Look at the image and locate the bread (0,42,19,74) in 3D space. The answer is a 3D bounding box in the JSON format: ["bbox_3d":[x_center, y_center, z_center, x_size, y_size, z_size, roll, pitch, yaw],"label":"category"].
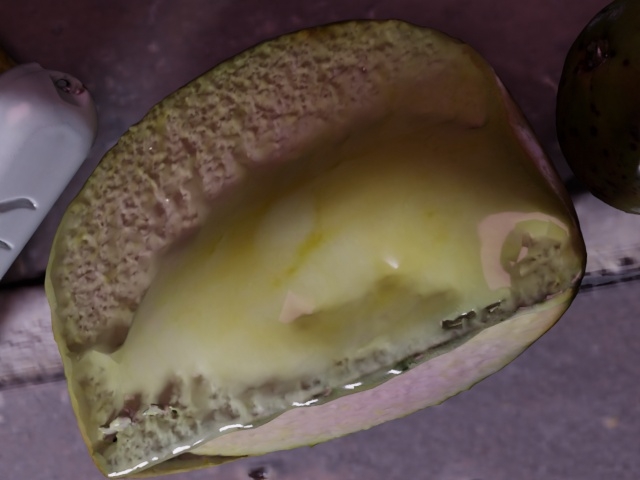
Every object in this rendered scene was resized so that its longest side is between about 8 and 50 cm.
[{"bbox_3d":[-0.280,-0.100,0.944,0.160,0.147,0.260,-42,84,11],"label":"bread"}]

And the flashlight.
[{"bbox_3d":[-0.172,0.003,0.945,0.200,0.093,0.047,-56,47,15],"label":"flashlight"}]

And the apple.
[{"bbox_3d":[0.000,0.000,0.907,0.265,0.120,0.193,-25,61,21],"label":"apple"}]

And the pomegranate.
[{"bbox_3d":[0.178,-0.057,0.887,0.142,0.114,0.114,26,97,-20],"label":"pomegranate"}]
